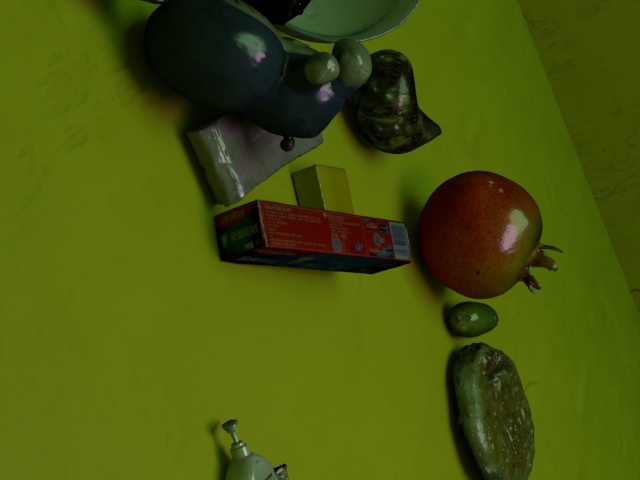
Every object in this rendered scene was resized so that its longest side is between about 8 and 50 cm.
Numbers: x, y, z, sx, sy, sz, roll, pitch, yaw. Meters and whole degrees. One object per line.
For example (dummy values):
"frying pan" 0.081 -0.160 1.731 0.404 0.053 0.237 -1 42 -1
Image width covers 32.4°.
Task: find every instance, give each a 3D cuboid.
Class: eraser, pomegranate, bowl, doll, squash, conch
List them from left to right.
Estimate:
"doll" -0.087 -0.216 1.322 0.258 0.228 0.154 28 86 -31
"bowl" -0.011 -0.395 1.606 0.313 0.146 0.313 5 70 -15
"eraser" 0.011 -0.043 1.591 0.097 0.045 0.122 5 71 -63
"conch" 0.109 -0.229 1.828 0.181 0.124 0.187 63 2 -1
"squash" 0.287 0.146 2.018 0.201 0.066 0.066 12 64 -65
"pomegranate" 0.293 0.000 1.906 0.221 0.256 0.221 -56 163 -27

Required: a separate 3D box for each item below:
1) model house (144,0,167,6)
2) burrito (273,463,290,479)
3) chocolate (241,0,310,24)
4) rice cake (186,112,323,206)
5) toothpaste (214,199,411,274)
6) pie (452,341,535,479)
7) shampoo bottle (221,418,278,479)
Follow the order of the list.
"model house" -0.244 -0.356 1.211 0.203 0.141 0.164 18 77 -37
"burrito" -0.024 0.348 1.287 0.051 0.042 0.171 -19 96 -66
"chocolate" -0.071 -0.398 1.394 0.206 0.177 0.224 7 64 -24
"rice cake" -0.083 -0.135 1.452 0.106 0.050 0.298 67 26 -10
"toothpaste" -0.001 0.000 1.443 0.320 0.076 0.066 8 68 -52
"pie" 0.304 0.318 1.943 0.277 0.078 0.277 31 52 -51
"shampoo bottle" -0.077 0.270 1.218 0.077 0.045 0.152 -32 105 -62
